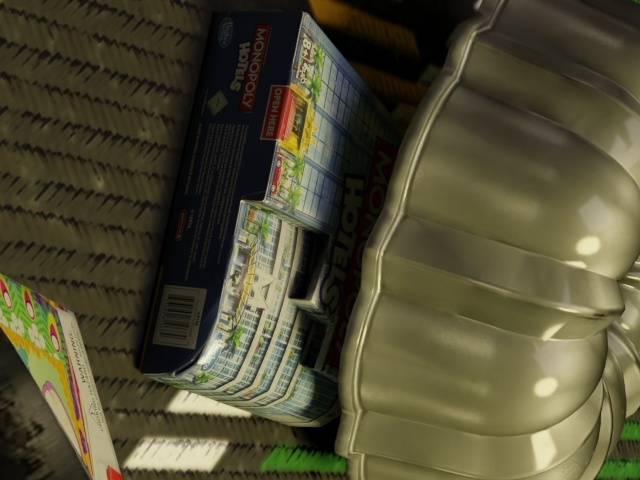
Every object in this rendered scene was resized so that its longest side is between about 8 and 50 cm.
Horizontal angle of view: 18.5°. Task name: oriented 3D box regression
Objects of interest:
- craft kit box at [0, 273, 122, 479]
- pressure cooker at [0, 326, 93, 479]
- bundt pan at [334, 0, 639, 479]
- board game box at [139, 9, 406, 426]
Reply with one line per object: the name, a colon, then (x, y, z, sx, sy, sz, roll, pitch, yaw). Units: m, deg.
craft kit box: (-0.120, 0.126, 0.730, 0.246, 0.061, 0.250, 38, 33, -73)
pressure cooker: (-0.238, 0.130, 0.425, 0.420, 0.375, 0.370, -35, 114, -44)
bundt pan: (0.134, 0.011, 1.111, 0.331, 0.124, 0.330, 18, 90, -72)
board game box: (0.000, 0.000, 1.055, 0.194, 0.060, 0.194, 25, 73, -54)
